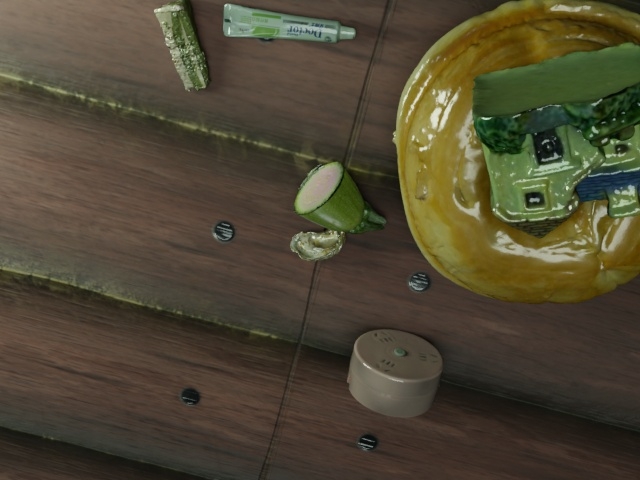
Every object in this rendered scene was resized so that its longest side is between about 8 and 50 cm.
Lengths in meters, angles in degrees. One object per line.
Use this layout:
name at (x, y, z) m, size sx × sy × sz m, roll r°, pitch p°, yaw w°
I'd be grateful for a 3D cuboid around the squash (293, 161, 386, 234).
squash at (0.037, -0.046, 1.205) m, size 0.105 × 0.105 × 0.132 m, roll -39°, pitch 122°, yaw 18°

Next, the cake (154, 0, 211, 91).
cake at (-0.201, -0.293, 1.152) m, size 0.051 × 0.055 × 0.140 m, roll -9°, pitch 128°, yaw 8°

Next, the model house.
model house at (0.293, -0.102, 0.888) m, size 0.214 × 0.195 × 0.189 m, roll -10°, pitch 117°, yaw 13°

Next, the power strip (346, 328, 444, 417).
power strip at (0.124, 0.212, 1.256) m, size 0.154 × 0.154 × 0.078 m, roll 10°, pitch 114°, yaw 2°

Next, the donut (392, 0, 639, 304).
donut at (0.310, -0.112, 1.083) m, size 0.449 × 0.198 × 0.449 m, roll 3°, pitch 112°, yaw 7°

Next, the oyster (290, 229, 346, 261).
oyster at (0.000, 0.000, 1.256) m, size 0.083 × 0.038 × 0.080 m, roll 25°, pitch 88°, yaw 25°

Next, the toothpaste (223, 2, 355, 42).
toothpaste at (-0.046, -0.311, 1.127) m, size 0.197 × 0.029 × 0.048 m, roll 8°, pitch 112°, yaw 6°
